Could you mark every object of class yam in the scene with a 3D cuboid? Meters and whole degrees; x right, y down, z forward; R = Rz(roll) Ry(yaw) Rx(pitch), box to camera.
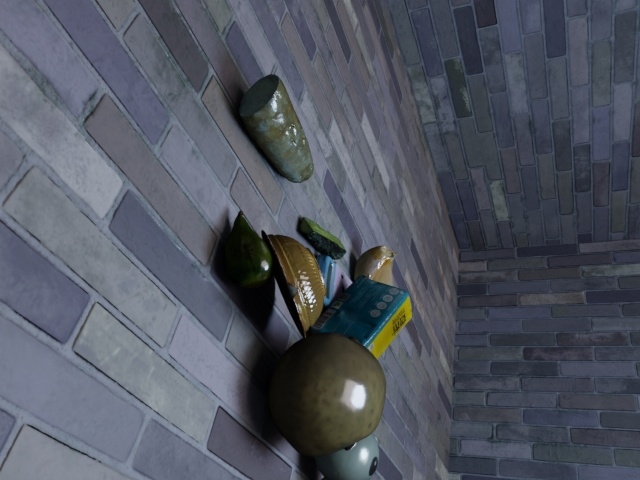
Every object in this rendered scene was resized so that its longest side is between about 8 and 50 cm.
[{"bbox_3d":[-0.099,-0.263,1.377,0.330,0.133,0.133,58,35,-54],"label":"yam"}]

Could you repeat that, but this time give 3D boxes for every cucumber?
[{"bbox_3d":[-0.003,0.001,1.627,0.211,0.062,0.078,30,20,-55],"label":"cucumber"}]

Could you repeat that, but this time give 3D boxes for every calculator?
[{"bbox_3d":[0.041,0.158,1.697,0.293,0.051,0.173,49,43,-54],"label":"calculator"}]

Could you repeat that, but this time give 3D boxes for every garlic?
[{"bbox_3d":[0.203,0.136,1.941,0.145,0.164,0.245,-91,169,-56],"label":"garlic"}]

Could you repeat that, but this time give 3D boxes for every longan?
[{"bbox_3d":[0.020,0.369,1.323,0.350,0.288,0.288,21,66,-56],"label":"longan"}]

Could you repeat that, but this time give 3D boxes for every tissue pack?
[{"bbox_3d":[0.124,0.243,1.598,0.271,0.192,0.134,-42,136,-36],"label":"tissue pack"}]

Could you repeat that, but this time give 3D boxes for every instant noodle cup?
[{"bbox_3d":[-0.050,0.088,1.275,0.274,0.090,0.274,159,-90,-80],"label":"instant noodle cup"}]

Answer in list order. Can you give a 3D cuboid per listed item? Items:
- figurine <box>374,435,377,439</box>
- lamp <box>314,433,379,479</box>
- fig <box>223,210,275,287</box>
[{"bbox_3d":[0.128,0.652,1.768,0.086,0.094,0.082,-43,170,-29],"label":"figurine"},{"bbox_3d":[0.062,0.607,1.476,0.197,0.197,0.244,26,78,-63],"label":"lamp"},{"bbox_3d":[-0.168,0.018,1.193,0.117,0.117,0.177,16,47,-65],"label":"fig"}]
